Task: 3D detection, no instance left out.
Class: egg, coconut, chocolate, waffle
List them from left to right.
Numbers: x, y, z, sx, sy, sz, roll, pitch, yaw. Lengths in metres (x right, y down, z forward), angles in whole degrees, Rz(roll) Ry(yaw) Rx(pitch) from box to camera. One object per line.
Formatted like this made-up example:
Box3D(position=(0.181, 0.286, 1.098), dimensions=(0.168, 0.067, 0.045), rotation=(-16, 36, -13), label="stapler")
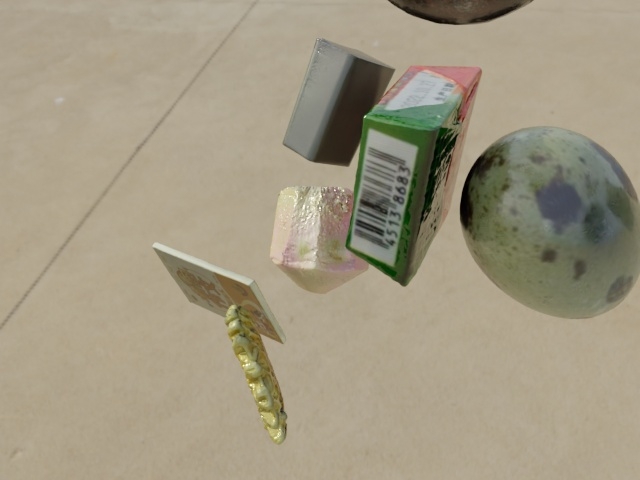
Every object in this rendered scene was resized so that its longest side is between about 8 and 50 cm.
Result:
Box3D(position=(-0.113, 0.230, 1.459), dimensions=(0.056, 0.250, 0.261), rotation=(-19, 11, -2), label="waffle")
Box3D(position=(0.000, 0.000, 1.874), dimensions=(0.233, 0.245, 0.233), rotation=(3, -4, 0), label="coconut")
Box3D(position=(0.188, -0.150, 1.655), dimensions=(0.161, 0.360, 0.341), rotation=(18, 36, 15), label="chocolate")
Box3D(position=(0.477, -0.029, 1.659), dimensions=(0.345, 0.428, 0.345), rotation=(-36, 10, 7), label="egg")

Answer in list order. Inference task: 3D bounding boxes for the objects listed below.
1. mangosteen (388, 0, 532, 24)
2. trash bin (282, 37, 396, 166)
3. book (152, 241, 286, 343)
Box3D(position=(0.175, -0.427, 0.982), dimensions=(0.296, 0.313, 0.297), rotation=(-3, 49, 4), label="mangosteen")
Box3D(position=(0.032, -0.292, 1.752), dimensions=(0.122, 0.241, 0.164), rotation=(34, 19, 33), label="trash bin")
Box3D(position=(-0.217, 0.112, 1.752), dimensions=(0.295, 0.208, 0.020), rotation=(18, 58, 35), label="book")
